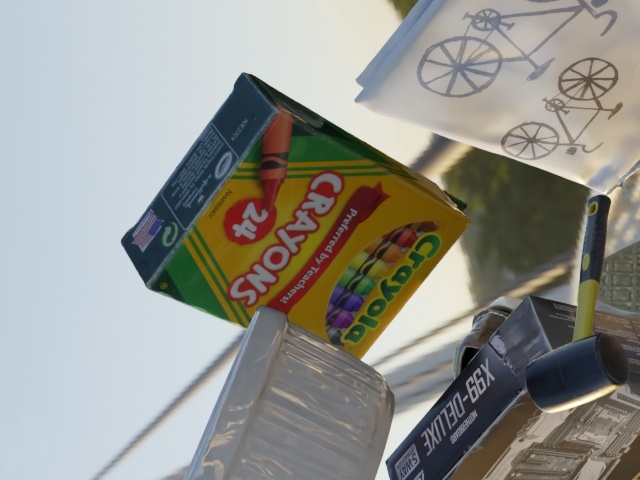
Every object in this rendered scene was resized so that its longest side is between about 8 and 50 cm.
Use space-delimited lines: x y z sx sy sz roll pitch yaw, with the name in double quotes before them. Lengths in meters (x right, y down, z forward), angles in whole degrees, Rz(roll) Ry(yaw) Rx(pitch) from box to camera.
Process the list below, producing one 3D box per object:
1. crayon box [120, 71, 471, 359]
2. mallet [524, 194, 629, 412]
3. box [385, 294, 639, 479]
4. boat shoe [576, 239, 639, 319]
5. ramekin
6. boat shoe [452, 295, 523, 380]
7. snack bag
"crayon box" 0.000 0.000 1.330 0.318 0.202 0.081 26 -163 -40
"mallet" 0.173 0.040 0.954 0.039 0.062 0.189 44 -148 -22
"box" 0.252 0.179 1.308 0.307 0.242 0.076 13 -141 -30
"boat shoe" 0.492 0.047 1.578 0.187 0.500 0.156 35 138 49
"ramekin" -0.031 0.157 0.942 0.207 0.109 0.207 -157 90 -88
"boat shoe" 0.201 0.211 1.580 0.091 0.109 0.305 -33 -51 -39
"snack bag" 0.255 -0.192 1.438 0.323 0.343 0.037 -50 30 45
